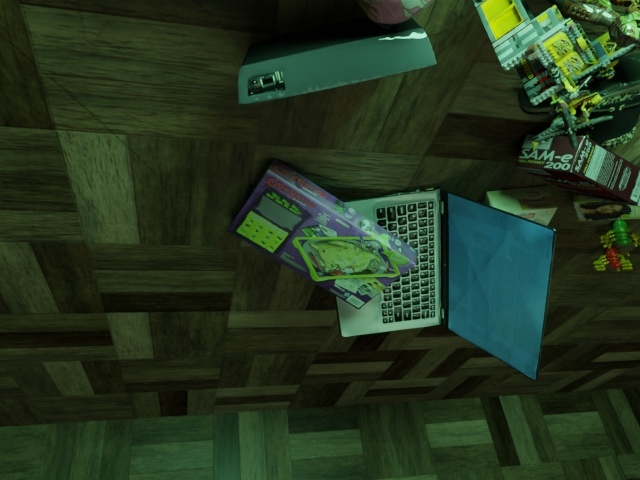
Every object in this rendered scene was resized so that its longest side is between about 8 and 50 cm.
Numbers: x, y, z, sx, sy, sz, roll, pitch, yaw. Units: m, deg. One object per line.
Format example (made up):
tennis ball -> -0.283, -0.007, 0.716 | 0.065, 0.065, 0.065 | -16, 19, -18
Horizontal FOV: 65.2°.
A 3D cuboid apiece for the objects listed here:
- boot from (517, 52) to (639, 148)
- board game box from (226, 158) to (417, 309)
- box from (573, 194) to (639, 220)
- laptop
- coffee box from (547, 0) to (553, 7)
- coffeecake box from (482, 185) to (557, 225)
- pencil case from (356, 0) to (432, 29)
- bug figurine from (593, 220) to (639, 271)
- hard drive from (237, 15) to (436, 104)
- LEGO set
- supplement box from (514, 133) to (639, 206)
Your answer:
boot -> 0.471, -0.225, 0.895 | 0.237, 0.085, 0.178 | -12, 149, 8
board game box -> 0.000, 0.000, 1.037 | 0.347, 0.056, 0.208 | 32, 138, -13
box -> 0.682, -0.090, 1.082 | 0.232, 0.058, 0.087 | -3, 150, 36
laptop -> 0.232, 0.109, 1.074 | 0.408, 0.236, 0.381 | -8, 120, 2
coffee box -> 0.324, -0.401, 0.638 | 0.113, 0.040, 0.184 | -24, 143, 23
coffeecake box -> 0.446, -0.039, 1.176 | 0.143, 0.068, 0.185 | -6, 146, -1
pencil case -> -0.012, -0.382, 0.487 | 0.167, 0.160, 0.386 | -30, 141, 35
bug figurine -> 0.860, 0.014, 1.298 | 0.279, 0.072, 0.216 | -3, 143, 38
hard drive -> 0.015, -0.254, 0.684 | 0.255, 0.172, 0.054 | -10, 123, 6
LEGO set -> 0.357, -0.261, 0.644 | 0.255, 0.192, 0.331 | -24, 144, 27
supplement box -> 0.517, -0.138, 0.985 | 0.240, 0.130, 0.073 | 15, 94, -30
